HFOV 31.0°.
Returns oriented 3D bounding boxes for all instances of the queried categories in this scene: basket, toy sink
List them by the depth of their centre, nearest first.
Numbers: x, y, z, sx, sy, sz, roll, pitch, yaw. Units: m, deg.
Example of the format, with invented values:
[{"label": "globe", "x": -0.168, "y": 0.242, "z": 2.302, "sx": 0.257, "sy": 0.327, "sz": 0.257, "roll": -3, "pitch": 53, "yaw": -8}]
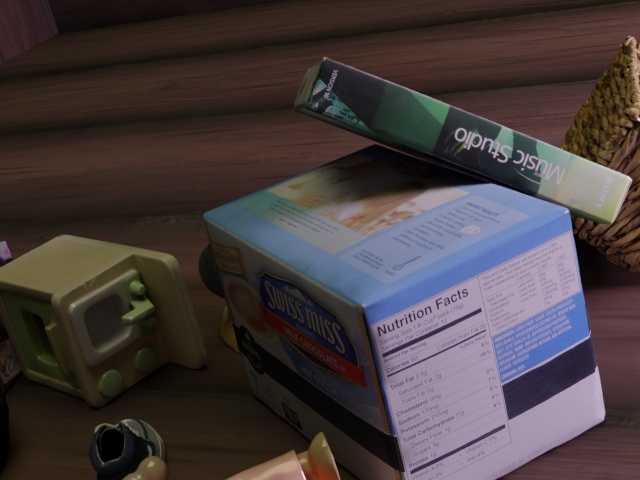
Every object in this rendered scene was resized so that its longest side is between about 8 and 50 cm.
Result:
[{"label": "toy sink", "x": -0.273, "y": 0.098, "z": 1.385, "sx": 0.234, "sy": 0.152, "sz": 0.131, "roll": 10, "pitch": 33, "yaw": 43}, {"label": "basket", "x": 0.413, "y": -0.076, "z": 1.387, "sx": 0.223, "sy": 0.213, "sz": 0.299, "roll": 28, "pitch": 28, "yaw": -1}]

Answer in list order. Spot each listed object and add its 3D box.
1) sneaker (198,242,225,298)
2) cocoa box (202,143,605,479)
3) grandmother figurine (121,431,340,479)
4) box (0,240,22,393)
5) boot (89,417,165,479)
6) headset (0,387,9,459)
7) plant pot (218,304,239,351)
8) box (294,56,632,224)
[{"label": "sneaker", "x": 0.000, "y": 0.000, "z": 1.456, "sx": 0.319, "sy": 0.112, "sz": 0.131, "roll": -14, "pitch": 7, "yaw": -9}, {"label": "cocoa box", "x": 0.071, "y": 0.068, "z": 1.144, "sx": 0.231, "sy": 0.228, "sz": 0.347, "roll": -24, "pitch": 24, "yaw": -21}, {"label": "grandmother figurine", "x": -0.135, "y": 0.280, "z": 0.953, "sx": 0.342, "sy": 0.104, "sz": 0.208, "roll": -19, "pitch": 37, "yaw": -6}, {"label": "box", "x": -0.513, "y": 0.108, "z": 1.489, "sx": 0.247, "sy": 0.163, "sz": 0.142, "roll": -7, "pitch": 25, "yaw": 16}, {"label": "boot", "x": -0.197, "y": 0.209, "z": 1.164, "sx": 0.069, "sy": 0.086, "sz": 0.190, "roll": -18, "pitch": 23, "yaw": -8}, {"label": "headset", "x": -0.451, "y": 0.192, "z": 1.230, "sx": 0.243, "sy": 0.185, "sz": 0.394, "roll": -30, "pitch": 16, "yaw": -31}, {"label": "plant pot", "x": -0.018, "y": 0.072, "z": 1.448, "sx": 0.236, "sy": 0.032, "sz": 0.236, "roll": -13, "pitch": 22, "yaw": 5}, {"label": "box", "x": 0.134, "y": -0.103, "z": 1.198, "sx": 0.322, "sy": 0.058, "sz": 0.232, "roll": 19, "pitch": 4, "yaw": -5}]
